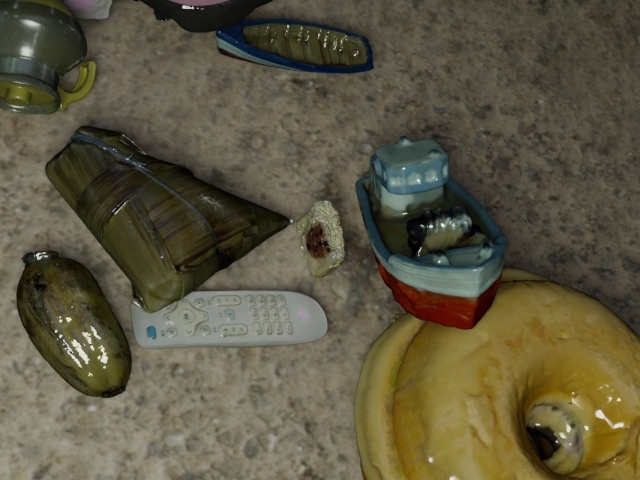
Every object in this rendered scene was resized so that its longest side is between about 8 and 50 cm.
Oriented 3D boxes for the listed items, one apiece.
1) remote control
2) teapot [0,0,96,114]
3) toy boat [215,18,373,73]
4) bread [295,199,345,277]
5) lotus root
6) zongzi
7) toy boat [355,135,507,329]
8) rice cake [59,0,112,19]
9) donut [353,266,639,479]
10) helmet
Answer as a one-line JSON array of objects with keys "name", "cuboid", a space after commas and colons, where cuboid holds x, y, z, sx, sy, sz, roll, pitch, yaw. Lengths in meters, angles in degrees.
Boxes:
[{"name": "remote control", "cuboid": [-0.102, 0.095, 1.395, 0.229, 0.044, 0.073, -1, 53, -20]}, {"name": "teapot", "cuboid": [-0.323, -0.206, 1.405, 0.166, 0.130, 0.119, 28, 64, -51]}, {"name": "toy boat", "cuboid": [-0.038, -0.253, 1.618, 0.229, 0.046, 0.080, 1, 64, -27]}, {"name": "bread", "cuboid": [0.000, 0.000, 1.485, 0.035, 0.070, 0.083, -8, 73, -30]}, {"name": "lotus root", "cuboid": [-0.261, 0.089, 1.288, 0.089, 0.080, 0.179, -29, 83, -15]}, {"name": "zongzi", "cuboid": [-0.167, -0.057, 1.406, 0.221, 0.112, 0.242, 50, 45, 6]}, {"name": "toy boat", "cuboid": [0.128, -0.022, 1.414, 0.145, 0.133, 0.332, -11, 28, -7]}, {"name": "rice cake", "cuboid": [-0.332, -0.454, 1.561, 0.070, 0.064, 0.399, -6, 67, -24]}, {"name": "donut", "cuboid": [0.237, 0.232, 1.400, 0.449, 0.198, 0.448, 13, 58, -22]}, {"name": "helmet", "cuboid": [-0.137, -0.383, 1.556, 0.198, 0.154, 0.253, 32, 62, 14]}]
